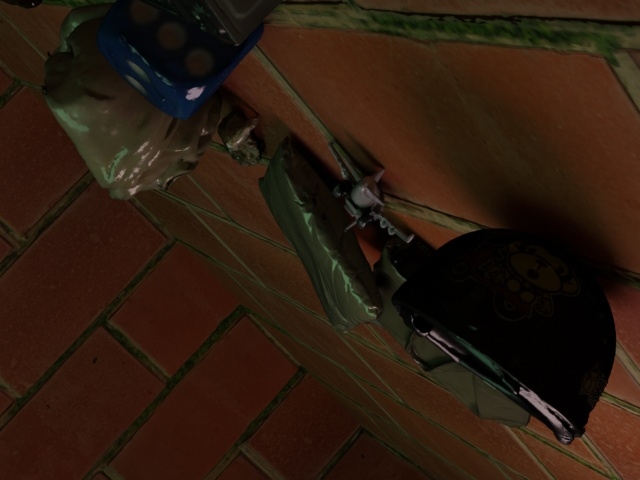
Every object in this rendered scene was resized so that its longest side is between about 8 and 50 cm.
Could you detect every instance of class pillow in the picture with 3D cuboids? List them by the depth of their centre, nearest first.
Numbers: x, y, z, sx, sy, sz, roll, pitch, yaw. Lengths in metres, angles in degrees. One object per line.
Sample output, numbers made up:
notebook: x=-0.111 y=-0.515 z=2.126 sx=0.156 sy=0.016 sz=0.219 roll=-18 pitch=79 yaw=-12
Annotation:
pillow: x=0.000 y=-0.001 z=1.694 sx=0.280 sy=0.076 sz=0.274 roll=62 pitch=169 yaw=4

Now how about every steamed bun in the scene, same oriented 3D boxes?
steamed bun: x=-0.250 y=-0.199 z=1.605 sx=0.320 sy=0.206 sz=0.275 roll=-109 pitch=-4 yaw=-64

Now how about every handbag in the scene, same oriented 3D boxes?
handbag: x=0.185 y=0.139 z=1.623 sx=0.316 sy=0.109 sz=0.253 roll=46 pitch=166 yaw=10

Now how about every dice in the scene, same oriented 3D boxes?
dice: x=-0.158 y=-0.230 z=1.297 sx=0.143 sy=0.146 sz=0.146 roll=42 pitch=169 yaw=-8

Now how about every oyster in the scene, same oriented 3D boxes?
oyster: x=-0.132 y=-0.152 z=1.733 sx=0.106 sy=0.061 sz=0.200 roll=40 pitch=169 yaw=17

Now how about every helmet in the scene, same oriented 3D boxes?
helmet: x=0.208 y=0.082 z=1.188 sx=0.230 sy=0.160 sz=0.279 roll=34 pitch=179 yaw=30

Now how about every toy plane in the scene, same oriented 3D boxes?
toy plane: x=0.057 y=-0.050 z=1.470 sx=0.162 sy=0.065 sz=0.171 roll=51 pitch=167 yaw=14

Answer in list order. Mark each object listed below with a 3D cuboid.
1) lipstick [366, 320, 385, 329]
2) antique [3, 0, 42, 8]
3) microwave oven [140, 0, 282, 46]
lipstick: x=0.106 y=0.130 z=2.011 sx=0.063 sy=0.057 sz=0.186 roll=50 pitch=164 yaw=-33
antique: x=-0.470 y=-0.442 z=1.622 sx=0.257 sy=0.121 sz=0.143 roll=46 pitch=164 yaw=-8
microwave oven: x=-0.129 y=-0.284 z=1.050 sx=0.208 sy=0.122 sz=0.162 roll=32 pitch=164 yaw=43
